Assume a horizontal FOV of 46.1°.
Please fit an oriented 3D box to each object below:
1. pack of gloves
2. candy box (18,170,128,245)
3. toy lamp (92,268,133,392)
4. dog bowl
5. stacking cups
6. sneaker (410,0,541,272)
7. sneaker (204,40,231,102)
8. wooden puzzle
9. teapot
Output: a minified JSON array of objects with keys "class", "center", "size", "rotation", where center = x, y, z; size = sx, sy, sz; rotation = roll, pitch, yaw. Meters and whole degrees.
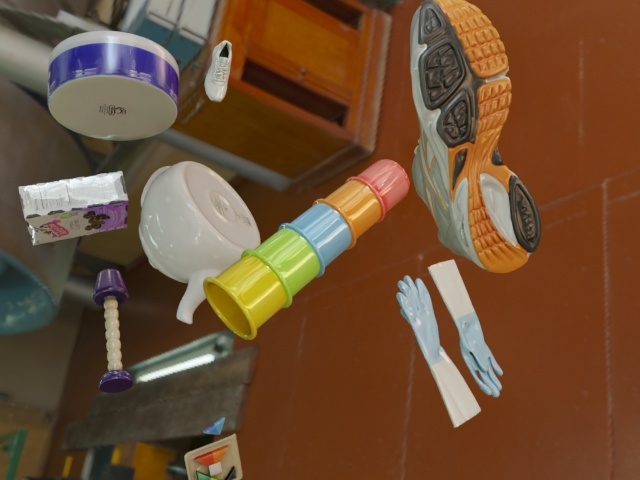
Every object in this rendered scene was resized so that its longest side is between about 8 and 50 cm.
[{"class":"pack of gloves","center":[0.192,0.154,1.162],"size":[0.046,0.195,0.232],"rotation":[-29,79,35]},{"class":"candy box","center":[-0.493,-0.064,1.517],"size":[0.165,0.196,0.070],"rotation":[128,128,-66]},{"class":"toy lamp","center":[-0.444,0.186,1.612],"size":[0.080,0.080,0.274],"rotation":[-45,48,38]},{"class":"dog bowl","center":[-0.429,-0.314,1.568],"size":[0.265,0.265,0.104],"rotation":[-31,57,50]},{"class":"stacking cups","center":[0.000,0.000,0.979],"size":[0.316,0.096,0.096],"rotation":[-37,16,-25]},{"class":"sneaker","center":[0.121,-0.097,0.727],"size":[0.121,0.099,0.262],"rotation":[10,116,66]},{"class":"sneaker","center":[-0.241,-0.405,1.791],"size":[0.061,0.054,0.152],"rotation":[161,117,-70]},{"class":"wooden puzzle","center":[-0.132,0.285,0.943],"size":[0.014,0.079,0.116],"rotation":[22,131,54]},{"class":"teapot","center":[-0.252,-0.015,1.418],"size":[0.187,0.252,0.256],"rotation":[-36,11,18]}]
